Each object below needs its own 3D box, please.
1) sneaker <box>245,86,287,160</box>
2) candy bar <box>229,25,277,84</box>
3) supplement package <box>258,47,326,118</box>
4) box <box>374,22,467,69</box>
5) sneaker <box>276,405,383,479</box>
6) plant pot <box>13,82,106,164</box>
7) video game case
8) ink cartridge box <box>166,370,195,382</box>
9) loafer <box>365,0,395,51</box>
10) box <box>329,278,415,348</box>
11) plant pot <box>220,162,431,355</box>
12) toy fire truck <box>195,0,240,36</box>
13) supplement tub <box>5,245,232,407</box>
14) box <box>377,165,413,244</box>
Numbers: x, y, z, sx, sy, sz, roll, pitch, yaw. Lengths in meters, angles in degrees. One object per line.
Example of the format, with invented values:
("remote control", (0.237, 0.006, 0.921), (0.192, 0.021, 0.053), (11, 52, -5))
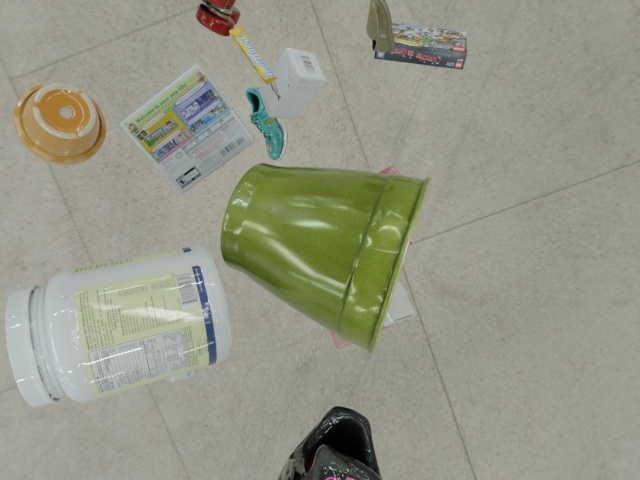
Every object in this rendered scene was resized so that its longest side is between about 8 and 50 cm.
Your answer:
("sneaker", (-0.195, -0.404, 1.429), (0.107, 0.109, 0.276), (-27, 76, 44))
("candy bar", (-0.167, -0.463, 1.033), (0.040, 0.018, 0.162), (-37, 95, -26))
("supplement package", (-0.086, -0.458, 1.215), (0.105, 0.179, 0.105), (-11, 73, -40))
("box", (0.271, -0.526, 1.106), (0.232, 0.159, 0.044), (10, 136, 7))
("sneaker", (-0.008, 0.349, 0.444), (0.185, 0.483, 0.202), (18, 100, -1))
("plant pot", (-0.640, -0.300, 1.023), (0.205, 0.188, 0.205), (-2, 93, -34))
("video game case", (-0.284, -0.235, 0.894), (0.212, 0.023, 0.193), (-34, 114, 7))
("ink cartridge box", (-0.362, 0.252, 0.962), (0.150, 0.063, 0.109), (8, 91, 32))
("loafer", (0.112, -0.421, 0.800), (0.050, 0.148, 0.056), (-17, 63, 14))
("box", (0.132, 0.203, 1.211), (0.232, 0.126, 0.149), (-37, 69, 37))
("plant pot", (0.000, 0.000, 0.855), (0.352, 0.366, 0.367), (18, 98, 11))
("toy fire truck", (-0.313, -0.690, 1.066), (0.253, 0.302, 0.169), (23, 125, -19))
("supplement tub", (-0.346, 0.149, 0.752), (0.324, 0.235, 0.236), (-12, 99, -23))
("box", (0.217, -0.098, 1.343), (0.122, 0.257, 0.128), (33, 139, -33))
